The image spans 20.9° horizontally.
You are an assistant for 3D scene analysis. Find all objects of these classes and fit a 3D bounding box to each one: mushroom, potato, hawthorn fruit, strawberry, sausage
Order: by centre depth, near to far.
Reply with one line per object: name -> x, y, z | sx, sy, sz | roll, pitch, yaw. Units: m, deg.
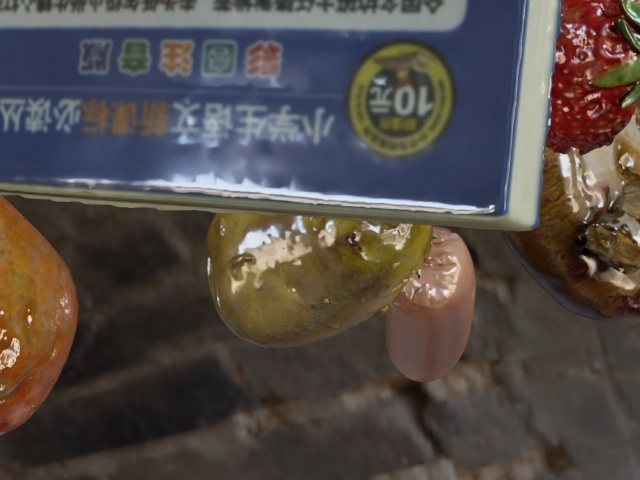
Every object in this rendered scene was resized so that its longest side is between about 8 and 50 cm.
strawberry -> 0.160, -0.133, 1.115 | 0.082, 0.147, 0.187 | 24, -14, -13
potato -> 0.000, 0.000, 1.230 | 0.176, 0.137, 0.137 | -23, -10, 25
sausage -> 0.099, 0.063, 1.603 | 0.086, 0.086, 0.289 | -13, -19, -3
hawthorn fruit -> -0.387, 0.096, 1.749 | 0.277, 0.277, 0.298 | -14, 34, 1
mushroom -> 0.280, -0.041, 1.812 | 0.163, 0.297, 0.278 | -28, 26, 23

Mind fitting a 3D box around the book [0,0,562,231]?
book -> -0.032, -0.224, 0.718 | 0.300, 0.428, 0.039 | 5, -2, 29
